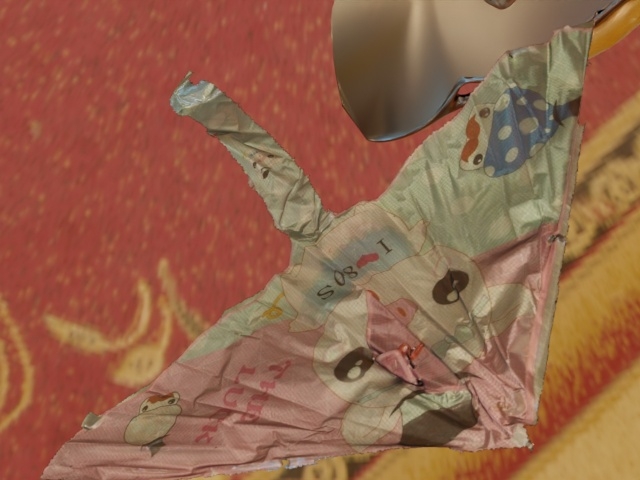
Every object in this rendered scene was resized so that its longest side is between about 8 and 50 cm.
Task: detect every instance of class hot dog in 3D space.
[{"bbox_3d":[0.153,-0.207,1.322,0.326,0.107,0.194,-25,77,29],"label":"hot dog"}]

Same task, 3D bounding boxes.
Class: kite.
[{"bbox_3d":[0.000,0.000,0.367,0.139,0.156,0.011,-37,126,-3],"label":"kite"}]

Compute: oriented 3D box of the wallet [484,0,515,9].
[{"bbox_3d":[0.187,-0.292,0.949,0.051,0.197,0.377,35,122,21],"label":"wallet"}]
